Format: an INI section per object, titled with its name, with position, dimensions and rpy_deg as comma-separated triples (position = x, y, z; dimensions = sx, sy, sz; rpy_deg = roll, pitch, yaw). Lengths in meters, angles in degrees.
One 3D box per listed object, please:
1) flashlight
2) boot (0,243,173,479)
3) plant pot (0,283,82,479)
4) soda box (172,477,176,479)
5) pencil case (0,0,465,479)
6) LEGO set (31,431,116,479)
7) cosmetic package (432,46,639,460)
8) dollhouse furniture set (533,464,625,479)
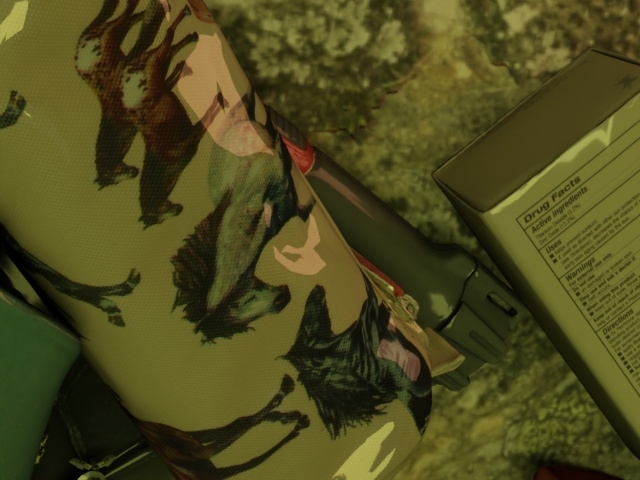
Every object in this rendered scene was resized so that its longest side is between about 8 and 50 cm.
[flashlight]
position = 0.000, 0.000, 0.850
dimensions = 0.304, 0.103, 0.103
rpy_deg = 40, 68, -26
[boot]
position = -0.297, 0.016, 0.726
dimensions = 0.367, 0.146, 0.445
rpy_deg = -31, 122, -17
[plant pot]
position = -0.254, 0.102, 0.572
dimensions = 0.271, 0.271, 0.255
rpy_deg = 37, 81, -22
[soda box]
position = -0.151, 0.194, 0.889
dimensions = 0.169, 0.060, 0.053
rpy_deg = -27, 113, -6
[pencil case]
position = -0.079, -0.024, 0.670
dimensions = 0.183, 0.160, 0.410
rpy_deg = -41, 124, -17
[LEGO set]
position = -0.152, 0.154, 0.761
dimensions = 0.083, 0.023, 0.054
rpy_deg = 26, 94, -35
[cosmetic package]
position = 0.239, 0.031, 0.910
dimensions = 0.160, 0.113, 0.309
rpy_deg = -38, 112, -1
[dollhouse furniture set]
position = 0.110, 0.276, 0.879
dimensions = 0.374, 0.152, 0.201
rpy_deg = 14, 104, -37
